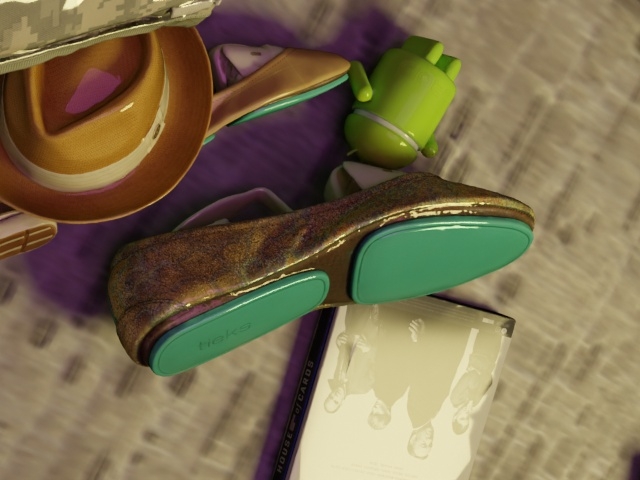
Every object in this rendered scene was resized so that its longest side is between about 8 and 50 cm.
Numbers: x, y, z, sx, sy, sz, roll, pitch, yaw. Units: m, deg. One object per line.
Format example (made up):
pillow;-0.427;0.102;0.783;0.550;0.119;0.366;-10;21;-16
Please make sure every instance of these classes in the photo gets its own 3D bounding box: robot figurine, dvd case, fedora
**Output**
robot figurine;0.064;-0.107;1.214;0.101;0.067;0.115;35;83;-39
dvd case;0.057;0.159;1.281;0.179;0.029;0.239;16;92;-29
fedora;-0.164;-0.109;1.053;0.194;0.079;0.194;2;75;-7

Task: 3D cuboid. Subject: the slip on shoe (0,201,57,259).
slip on shoe;-0.258;-0.002;1.087;0.135;0.051;0.041;-21;69;-14

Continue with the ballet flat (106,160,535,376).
ballet flat;0.000;0.000;1.175;0.348;0.123;0.123;-17;107;-19

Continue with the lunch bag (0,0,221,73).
lunch bag;-0.220;-0.222;0.925;0.305;0.212;0.256;-23;92;-32

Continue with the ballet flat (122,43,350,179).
ballet flat;-0.084;-0.108;1.136;0.232;0.080;0.073;-29;99;-20
